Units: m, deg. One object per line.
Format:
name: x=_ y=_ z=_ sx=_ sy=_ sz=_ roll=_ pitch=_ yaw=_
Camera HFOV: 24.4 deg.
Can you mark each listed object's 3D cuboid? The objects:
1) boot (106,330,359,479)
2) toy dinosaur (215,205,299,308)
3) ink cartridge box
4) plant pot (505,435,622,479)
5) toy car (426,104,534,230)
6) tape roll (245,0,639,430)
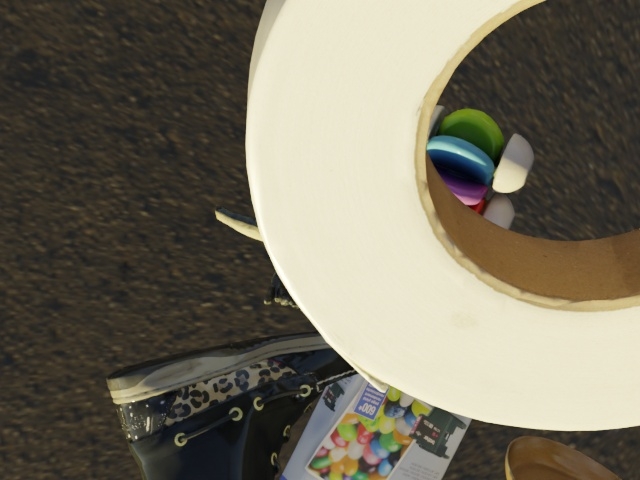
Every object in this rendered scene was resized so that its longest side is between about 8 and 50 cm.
boot: x=-0.042 y=0.165 z=1.148 sx=0.236 sy=0.085 sz=0.178 roll=-8 pitch=86 yaw=-30
toy dinosaur: x=0.000 y=0.000 z=1.333 sx=0.268 sy=0.064 sz=0.118 roll=-15 pitch=67 yaw=43
ink cartridge box: x=0.064 y=0.265 z=1.807 sx=0.186 sy=0.065 sz=0.311 roll=26 pitch=94 yaw=-29
plant pot: x=0.298 y=0.307 z=1.640 sx=0.236 sy=0.236 sz=0.032 roll=38 pitch=111 yaw=14
toy car: x=0.161 y=-0.068 z=1.795 sx=0.159 sy=0.136 sz=0.182 roll=23 pitch=120 yaw=13
tape roll: x=0.151 y=-0.062 z=0.819 sx=0.392 sy=0.072 sz=0.392 roll=0 pitch=123 yaw=0
